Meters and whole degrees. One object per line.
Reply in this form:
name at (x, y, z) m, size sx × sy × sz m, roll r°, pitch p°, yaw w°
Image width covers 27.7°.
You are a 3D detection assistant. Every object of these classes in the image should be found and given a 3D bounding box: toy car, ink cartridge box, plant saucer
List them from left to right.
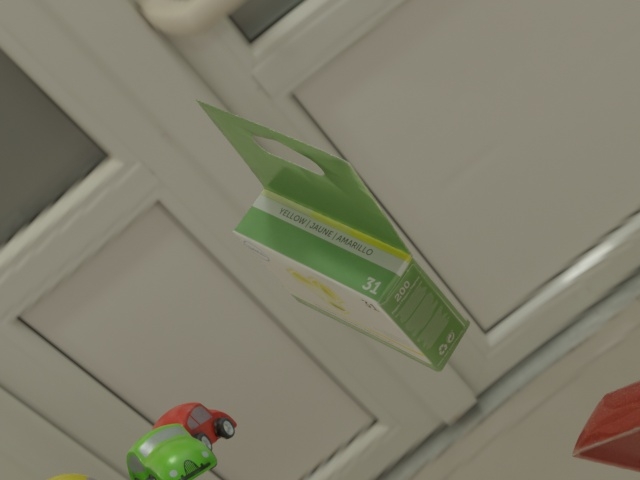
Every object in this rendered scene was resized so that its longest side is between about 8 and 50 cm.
toy car at (-0.153, 0.194, 1.136) m, size 0.239 × 0.053 × 0.225 m, roll -28°, pitch 0°, yaw -28°
ink cartridge box at (0.000, 0.000, 1.004) m, size 0.171 × 0.235 × 0.056 m, roll 25°, pitch 75°, yaw 40°
plant saucer at (0.362, 0.124, 1.036) m, size 0.259 × 0.258 × 0.048 m, roll -29°, pitch 60°, yaw 30°
